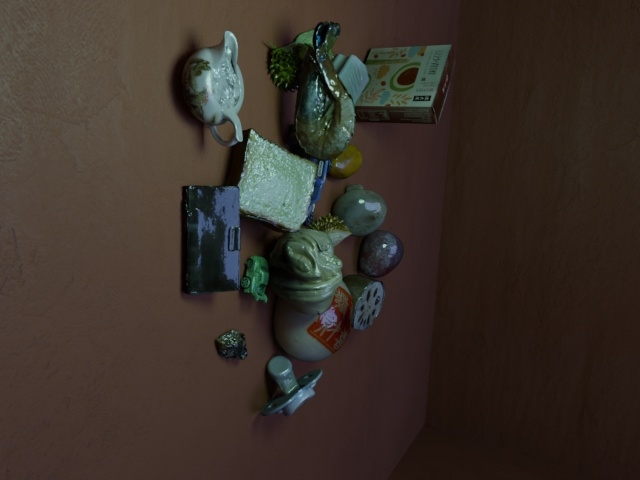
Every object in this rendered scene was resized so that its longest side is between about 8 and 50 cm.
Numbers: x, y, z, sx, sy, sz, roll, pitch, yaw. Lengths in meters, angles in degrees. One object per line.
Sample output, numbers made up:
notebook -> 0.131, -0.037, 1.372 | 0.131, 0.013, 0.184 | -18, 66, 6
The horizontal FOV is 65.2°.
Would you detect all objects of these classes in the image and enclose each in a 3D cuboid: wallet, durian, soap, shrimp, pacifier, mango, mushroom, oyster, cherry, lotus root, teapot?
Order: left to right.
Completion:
wallet -> -0.314, -0.002, 1.456 | 0.169, 0.044, 0.316 | -3, 100, -28
teapot -> -0.281, -0.410, 1.373 | 0.204, 0.140, 0.297 | -38, 129, -55
oyster -> -0.287, 0.346, 1.652 | 0.148, 0.051, 0.103 | 14, 77, -51
pacifier -> -0.135, 0.537, 1.895 | 0.279, 0.227, 0.207 | -32, 93, -31
durian -> -0.069, -0.634, 1.769 | 0.169, 0.157, 0.355 | 52, 41, -5
durian -> -0.003, -0.011, 1.998 | 0.138, 0.183, 0.250 | 55, 42, -2
shrimp -> 0.015, -0.482, 1.651 | 0.110, 0.221, 0.445 | -34, 130, -58
soap -> 0.094, -0.635, 2.036 | 0.289, 0.095, 0.172 | -62, 146, -32
mango -> 0.100, -0.332, 2.120 | 0.227, 0.109, 0.147 | -28, 145, -57
lotus root -> 0.160, 0.276, 2.310 | 0.272, 0.192, 0.272 | -43, 143, -45
mushroom -> 0.164, -0.145, 2.216 | 0.244, 0.244, 0.243 | -24, 118, -57
cherry -> 0.305, 0.053, 2.486 | 0.236, 0.213, 0.285 | 45, 68, -46

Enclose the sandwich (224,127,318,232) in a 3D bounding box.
sandwich -> -0.160, -0.176, 1.613 | 0.301, 0.099, 0.271 | 21, 84, -40

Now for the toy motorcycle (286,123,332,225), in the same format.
toy motorcycle -> -0.070, -0.228, 1.833 | 0.213, 0.125, 0.358 | 25, 73, -51

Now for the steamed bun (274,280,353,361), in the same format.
steamed bun -> -0.002, 0.297, 1.966 | 0.374, 0.242, 0.374 | -27, 123, -53

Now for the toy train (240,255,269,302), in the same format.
toy train -> -0.212, 0.129, 1.698 | 0.099, 0.081, 0.149 | 28, 73, -59

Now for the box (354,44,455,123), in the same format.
box -> 0.357, -0.685, 2.198 | 0.122, 0.386, 0.344 | 52, 52, -55

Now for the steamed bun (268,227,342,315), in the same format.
steamed bun -> -0.070, 0.095, 1.735 | 0.206, 0.320, 0.275 | 5, 130, -54
